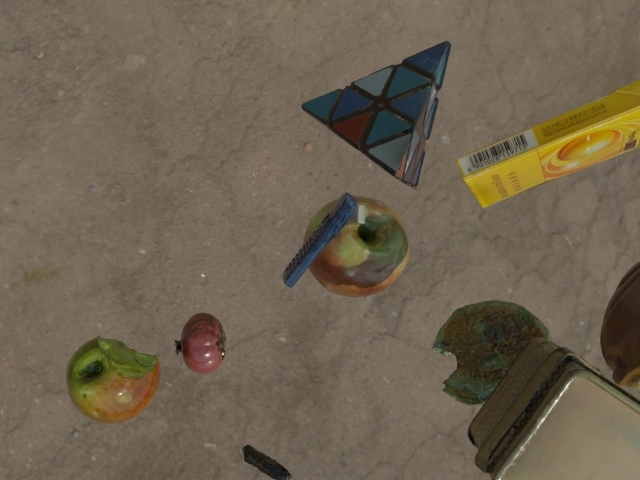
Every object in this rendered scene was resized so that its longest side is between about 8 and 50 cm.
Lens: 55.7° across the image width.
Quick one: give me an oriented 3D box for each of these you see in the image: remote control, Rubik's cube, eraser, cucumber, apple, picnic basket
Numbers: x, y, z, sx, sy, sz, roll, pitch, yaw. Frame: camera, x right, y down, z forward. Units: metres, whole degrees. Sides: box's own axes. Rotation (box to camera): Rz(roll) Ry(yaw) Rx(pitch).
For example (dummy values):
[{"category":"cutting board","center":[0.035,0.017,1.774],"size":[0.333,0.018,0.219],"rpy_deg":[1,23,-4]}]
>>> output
[{"category":"remote control","center":[-0.001,-0.001,0.837],"size":[0.027,0.043,0.152],"rpy_deg":[33,106,-22]},{"category":"Rubik's cube","center":[0.111,-0.164,1.096],"size":[0.234,0.249,0.285],"rpy_deg":[53,48,-49]},{"category":"eraser","center":[0.059,-0.051,1.242],"size":[0.019,0.083,0.038],"rpy_deg":[3,85,-35]},{"category":"cucumber","center":[-0.167,0.690,1.868],"size":[0.053,0.181,0.053],"rpy_deg":[-39,138,-46]},{"category":"apple","center":[0.103,0.025,1.859],"size":[0.318,0.277,0.319],"rpy_deg":[7,60,-12]},{"category":"picnic basket","center":[0.313,0.244,0.668],"size":[0.266,0.139,0.165],"rpy_deg":[33,95,0]},{"category":"apple","center":[-0.574,0.373,1.671],"size":[0.246,0.246,0.226],"rpy_deg":[-54,146,-18]}]

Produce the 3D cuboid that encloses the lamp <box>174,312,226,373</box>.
[{"category":"lamp","center":[-0.353,0.304,1.789],"size":[0.139,0.182,0.182],"rpy_deg":[-4,101,6]}]

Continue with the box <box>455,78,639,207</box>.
[{"category":"box","center":[0.325,-0.125,0.805],"size":[0.152,0.269,0.044],"rpy_deg":[22,49,-64]}]

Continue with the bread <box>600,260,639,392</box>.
[{"category":"bread","center":[0.551,0.111,0.853],"size":[0.224,0.279,0.250],"rpy_deg":[36,42,0]}]

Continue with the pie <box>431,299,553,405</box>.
[{"category":"pie","center":[0.430,0.277,1.517],"size":[0.303,0.302,0.067],"rpy_deg":[-51,140,-20]}]
